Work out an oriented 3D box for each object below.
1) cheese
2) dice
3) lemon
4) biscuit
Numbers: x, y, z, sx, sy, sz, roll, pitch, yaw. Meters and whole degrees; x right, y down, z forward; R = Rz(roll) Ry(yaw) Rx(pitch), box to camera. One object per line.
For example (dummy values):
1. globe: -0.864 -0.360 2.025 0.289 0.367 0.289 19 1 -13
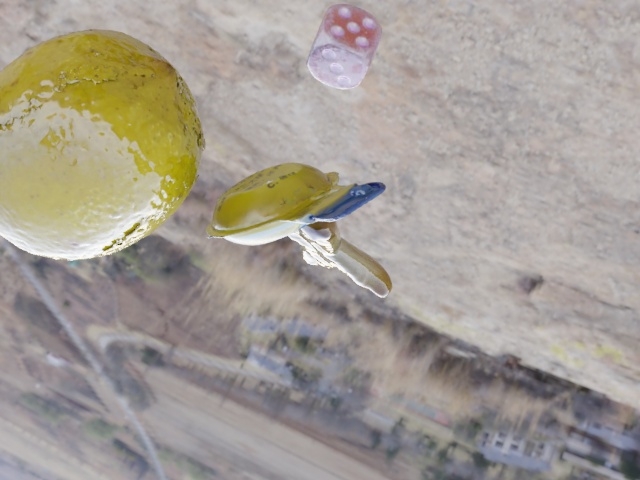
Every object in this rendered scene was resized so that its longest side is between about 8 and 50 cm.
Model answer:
1. cheese: -0.037 -0.044 1.079 0.270 0.177 0.069 0 117 53
2. dice: 0.035 -0.289 1.380 0.091 0.094 0.093 23 147 -5
3. lemon: -0.281 -0.107 1.078 0.310 0.258 0.258 -33 129 12
4. biscuit: 0.000 -0.001 1.254 0.164 0.047 0.208 26 169 37
